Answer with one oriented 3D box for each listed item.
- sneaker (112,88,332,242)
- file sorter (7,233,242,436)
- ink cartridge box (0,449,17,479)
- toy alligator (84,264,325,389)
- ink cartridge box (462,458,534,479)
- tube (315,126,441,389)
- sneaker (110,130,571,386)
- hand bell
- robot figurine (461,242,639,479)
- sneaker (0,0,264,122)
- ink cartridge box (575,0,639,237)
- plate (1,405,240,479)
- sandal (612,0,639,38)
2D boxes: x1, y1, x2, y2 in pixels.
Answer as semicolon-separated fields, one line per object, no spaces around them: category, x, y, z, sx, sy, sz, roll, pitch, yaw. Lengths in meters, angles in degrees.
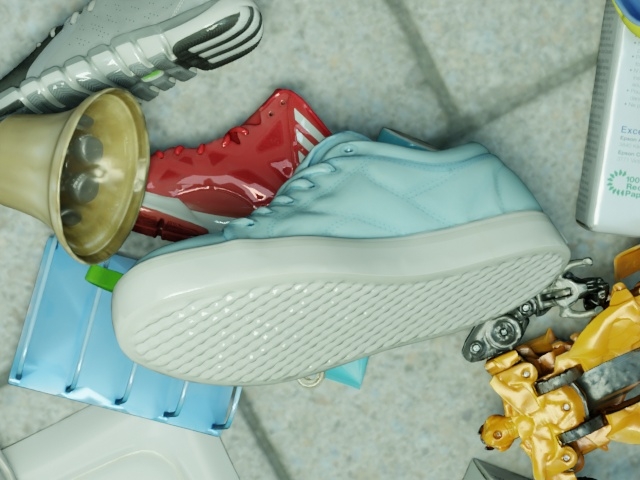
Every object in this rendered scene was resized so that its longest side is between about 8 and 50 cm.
sneaker;-0.082;-0.062;1.203;0.221;0.087;0.128;15;79;-7
file sorter;-0.137;0.071;1.177;0.170;0.104;0.118;16;80;-9
ink cartridge box;-0.331;0.224;1.175;0.203;0.086;0.148;-35;71;0
toy alligator;-0.077;0.058;1.109;0.190;0.051;0.056;25;79;-7
ink cartridge box;0.155;0.284;1.277;0.127;0.072;0.175;22;96;-9
tube;0.034;0.014;1.233;0.080;0.052;0.207;20;100;-13
sneaker;0.000;0.000;1.096;0.366;0.150;0.135;-6;143;-38
hand bell;-0.259;-0.065;1.129;0.242;0.126;0.126;11;99;21
robot figurine;0.257;0.095;1.199;0.291;0.085;0.211;-25;88;13
sneaker;-0.158;-0.170;1.173;0.229;0.086;0.132;-20;72;14
ink cartridge box;0.385;-0.152;1.234;0.324;0.071;0.330;7;97;-6
plate;-0.175;0.281;1.252;0.277;0.045;0.278;-26;101;-1
sandal;0.201;-0.291;1.117;0.126;0.138;0.317;-31;79;27
